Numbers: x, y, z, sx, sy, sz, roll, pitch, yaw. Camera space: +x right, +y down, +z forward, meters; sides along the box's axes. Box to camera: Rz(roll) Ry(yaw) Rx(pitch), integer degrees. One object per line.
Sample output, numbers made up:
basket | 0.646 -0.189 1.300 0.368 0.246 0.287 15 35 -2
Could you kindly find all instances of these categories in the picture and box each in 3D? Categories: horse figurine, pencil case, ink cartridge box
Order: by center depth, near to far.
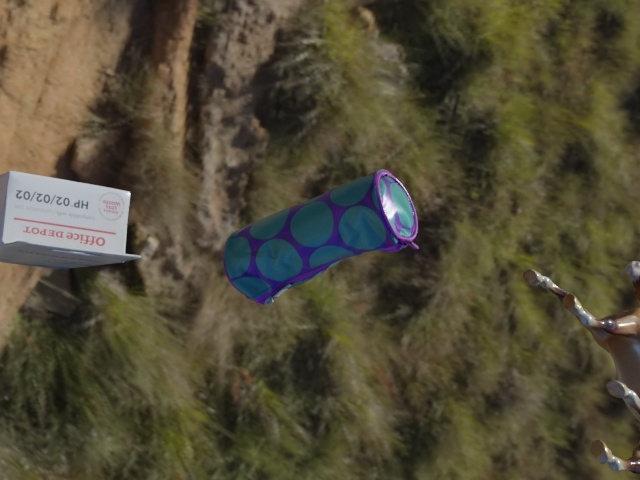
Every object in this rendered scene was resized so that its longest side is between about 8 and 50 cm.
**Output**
pencil case | 0.000 0.000 0.880 0.064 0.151 0.070 22 49 -58
horse figurine | 0.264 0.114 0.894 0.174 0.263 0.066 22 126 -35
ink cartridge box | -0.226 -0.015 0.908 0.104 0.181 0.062 9 82 -33
